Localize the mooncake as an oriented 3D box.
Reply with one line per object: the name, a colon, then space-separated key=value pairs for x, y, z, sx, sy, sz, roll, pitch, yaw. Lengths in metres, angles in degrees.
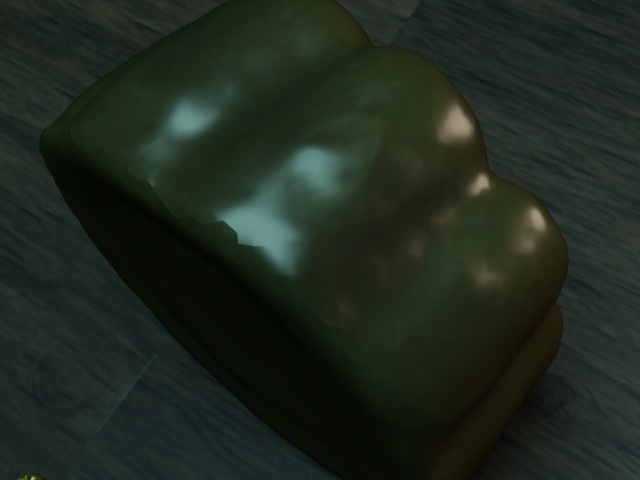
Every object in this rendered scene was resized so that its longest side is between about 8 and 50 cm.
mooncake: x=0.000 y=0.000 z=0.867 sx=0.378 sy=0.378 sz=0.201 roll=34 pitch=71 yaw=28

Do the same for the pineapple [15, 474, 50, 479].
pineapple: x=-0.274 y=0.239 z=0.998 sx=0.116 sy=0.069 sz=0.137 roll=33 pitch=67 yaw=34
